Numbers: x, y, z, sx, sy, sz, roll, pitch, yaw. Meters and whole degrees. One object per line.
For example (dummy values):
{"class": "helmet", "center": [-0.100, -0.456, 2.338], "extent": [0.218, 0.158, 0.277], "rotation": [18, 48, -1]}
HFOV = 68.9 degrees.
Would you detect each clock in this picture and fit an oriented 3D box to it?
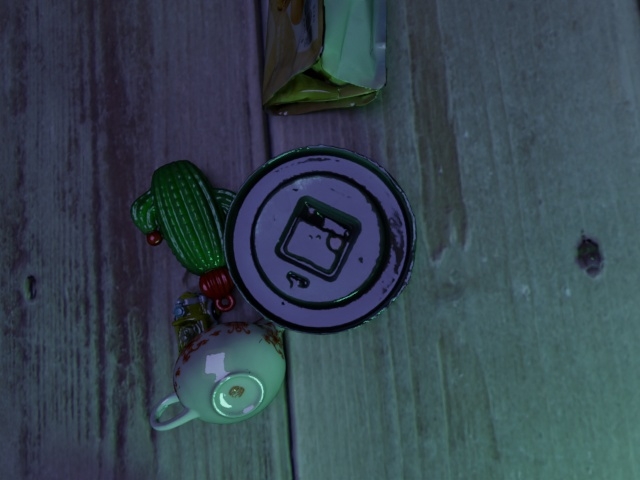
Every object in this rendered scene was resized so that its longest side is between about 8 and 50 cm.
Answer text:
{"class": "clock", "center": [0.000, 0.000, 0.692], "extent": [0.281, 0.055, 0.280], "rotation": [0, 84, 3]}

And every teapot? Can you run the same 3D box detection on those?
{"class": "teapot", "center": [-0.141, 0.202, 0.683], "extent": [0.246, 0.159, 0.116], "rotation": [-26, 39, -5]}

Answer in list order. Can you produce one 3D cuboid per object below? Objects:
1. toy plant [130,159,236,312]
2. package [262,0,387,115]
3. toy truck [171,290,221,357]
{"class": "toy plant", "center": [-0.184, -0.018, 0.743], "extent": [0.240, 0.088, 0.154], "rotation": [43, 75, 0]}
{"class": "package", "center": [0.020, -0.362, 0.713], "extent": [0.165, 0.221, 0.310], "rotation": [5, 82, -27]}
{"class": "toy truck", "center": [-0.201, 0.134, 0.734], "extent": [0.076, 0.077, 0.111], "rotation": [-16, 83, 11]}
